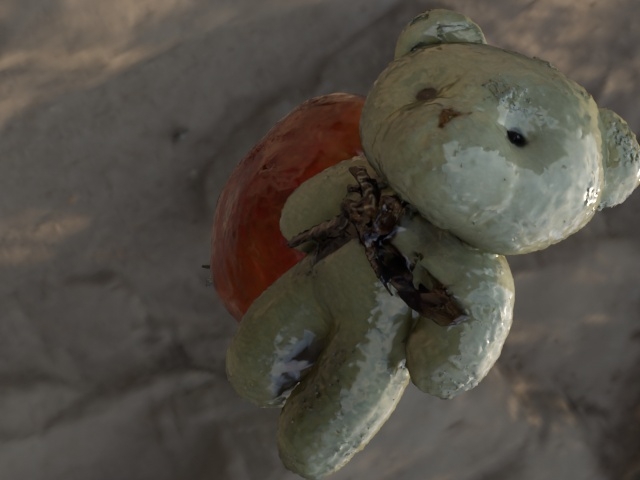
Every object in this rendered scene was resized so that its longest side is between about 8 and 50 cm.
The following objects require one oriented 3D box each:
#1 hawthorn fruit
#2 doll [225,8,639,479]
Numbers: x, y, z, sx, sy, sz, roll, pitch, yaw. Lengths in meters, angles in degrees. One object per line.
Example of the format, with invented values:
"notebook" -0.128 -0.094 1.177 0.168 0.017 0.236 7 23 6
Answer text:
"hawthorn fruit" 0.000 0.000 1.066 0.211 0.211 0.299 -8 171 -40
"doll" 0.041 0.006 0.753 0.278 0.175 0.149 -55 165 11
